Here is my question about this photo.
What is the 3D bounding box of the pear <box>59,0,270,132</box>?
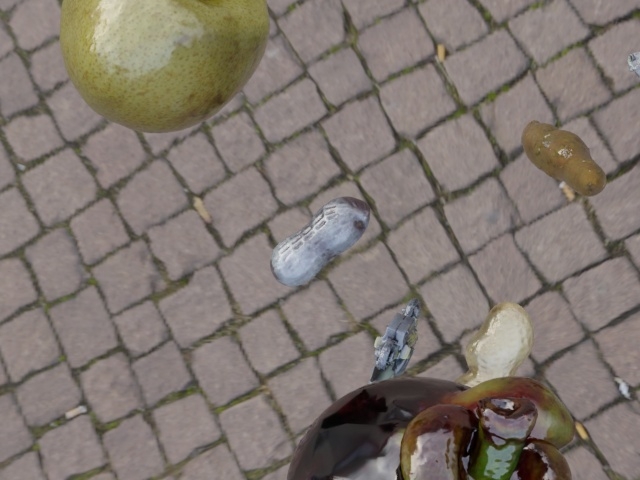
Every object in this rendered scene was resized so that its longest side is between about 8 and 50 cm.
[{"bbox_3d":[-0.166,-0.208,1.029,0.188,0.228,0.211,51,136,5],"label":"pear"}]

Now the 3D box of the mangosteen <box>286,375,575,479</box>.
[{"bbox_3d":[0.091,0.199,0.759,0.228,0.228,0.265,43,135,12],"label":"mangosteen"}]

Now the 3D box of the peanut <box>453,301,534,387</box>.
[{"bbox_3d":[0.287,0.212,1.689,0.104,0.085,0.228,24,90,-13],"label":"peanut"}]

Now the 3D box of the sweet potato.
[{"bbox_3d":[0.301,-0.104,1.240,0.067,0.274,0.067,-2,111,-6],"label":"sweet potato"}]

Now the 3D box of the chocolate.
[{"bbox_3d":[0.000,0.000,1.397,0.167,0.072,0.072,-41,78,5],"label":"chocolate"}]

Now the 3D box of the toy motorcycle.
[{"bbox_3d":[0.127,0.185,1.694,0.061,0.193,0.124,18,123,14],"label":"toy motorcycle"}]

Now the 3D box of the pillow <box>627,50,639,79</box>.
[{"bbox_3d":[0.469,-0.141,1.111,0.255,0.059,0.169,0,69,-26],"label":"pillow"}]
